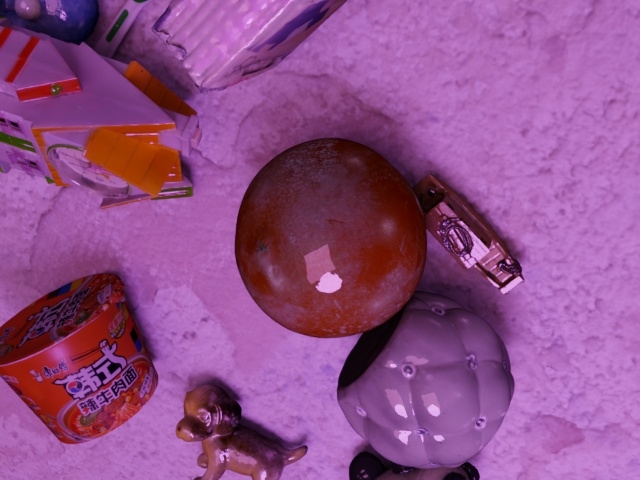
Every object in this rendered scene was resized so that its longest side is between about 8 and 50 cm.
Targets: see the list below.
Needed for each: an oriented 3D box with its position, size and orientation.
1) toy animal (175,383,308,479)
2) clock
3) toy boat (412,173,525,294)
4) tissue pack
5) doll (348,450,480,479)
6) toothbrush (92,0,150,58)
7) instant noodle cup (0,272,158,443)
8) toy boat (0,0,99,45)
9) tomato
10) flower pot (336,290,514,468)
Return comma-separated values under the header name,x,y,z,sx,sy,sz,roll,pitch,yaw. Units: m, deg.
name,x,y,z,sx,sy,sz,roll,pitch,yaw
toy animal,-0.156,0.362,1.249,0.233,0.121,0.168,30,107,2
clock,-0.321,-0.155,1.028,0.309,0.166,0.235,18,155,1
toy boat,0.200,-0.006,0.990,0.200,0.077,0.057,46,117,-3
tissue pack,-0.016,-0.329,0.840,0.344,0.242,0.125,-35,98,28
doll,0.138,0.407,1.141,0.135,0.143,0.234,34,134,-23
toothbrush,-0.240,-0.365,1.023,0.042,0.040,0.418,47,122,-2
instant noodle cup,-0.400,0.200,1.203,0.250,0.250,0.192,-15,115,24
toy boat,-0.488,-0.373,1.053,0.330,0.123,0.215,25,116,10
tomato,0.000,0.000,0.959,0.270,0.223,0.270,13,109,41
flower pot,0.148,0.197,1.006,0.195,0.246,0.246,37,118,-4
